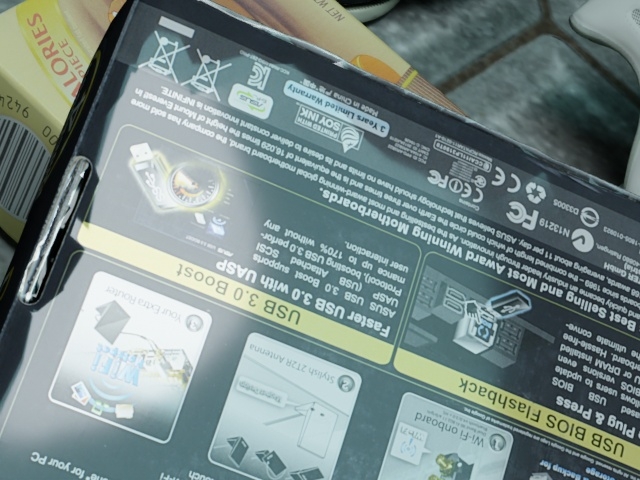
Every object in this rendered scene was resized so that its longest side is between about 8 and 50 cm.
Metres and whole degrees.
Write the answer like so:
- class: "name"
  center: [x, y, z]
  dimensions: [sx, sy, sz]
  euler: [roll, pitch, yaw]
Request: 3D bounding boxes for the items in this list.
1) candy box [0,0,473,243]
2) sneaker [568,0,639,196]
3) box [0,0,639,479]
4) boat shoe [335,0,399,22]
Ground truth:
- class: "candy box"
  center: [0.000, 0.000, 0.772]
  dimensions: [0.316, 0.087, 0.183]
  euler: [43, 46, 9]
- class: "sneaker"
  center: [0.230, 0.001, 0.897]
  dimensions: [0.122, 0.146, 0.330]
  euler: [5, 65, -70]
- class: "box"
  center: [0.057, 0.130, 0.594]
  dimensions: [0.395, 0.097, 0.318]
  euler: [23, 66, -12]
- class: "boat shoe"
  center: [0.058, -0.208, 0.973]
  dimensions: [0.340, 0.113, 0.127]
  euler: [-11, 58, -35]
